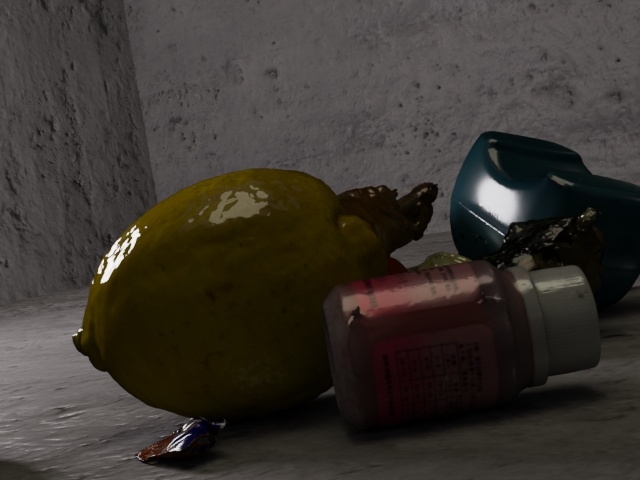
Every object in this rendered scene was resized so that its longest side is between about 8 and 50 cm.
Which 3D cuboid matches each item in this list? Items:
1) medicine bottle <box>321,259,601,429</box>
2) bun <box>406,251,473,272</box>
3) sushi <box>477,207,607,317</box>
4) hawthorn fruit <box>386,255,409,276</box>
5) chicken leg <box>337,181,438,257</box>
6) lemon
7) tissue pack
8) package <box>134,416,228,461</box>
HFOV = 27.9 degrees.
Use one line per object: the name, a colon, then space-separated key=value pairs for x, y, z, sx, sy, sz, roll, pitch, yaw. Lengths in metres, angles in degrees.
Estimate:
medicine bottle: x=0.131 y=0.092 z=1.214 sx=0.247 sy=0.147 sz=0.147 roll=-9 pitch=3 yaw=-3
bun: x=0.150 y=0.075 z=1.744 sx=0.164 sy=0.111 sz=0.188 roll=-17 pitch=8 yaw=-21
sushi: x=0.260 y=0.064 z=1.529 sx=0.212 sy=0.147 sz=0.115 roll=-34 pitch=24 yaw=-36
hawthorn fruit: x=0.062 y=0.094 z=1.596 sx=0.138 sy=0.133 sz=0.133 roll=-25 pitch=-1 yaw=15
chicken leg: x=0.000 y=0.000 z=1.808 sx=0.295 sy=0.182 sz=0.409 roll=-22 pitch=3 yaw=46
lemon: x=-0.093 y=0.064 z=1.376 sx=0.316 sy=0.285 sz=0.285 roll=-32 pitch=10 yaw=-18
tissue pack: x=0.308 y=-0.016 z=1.774 sx=0.198 sy=0.206 sz=0.287 roll=5 pitch=20 yaw=-28
package: x=-0.126 y=0.190 z=1.222 sx=0.077 sy=0.033 sz=0.110 roll=-38 pitch=3 yaw=-29
